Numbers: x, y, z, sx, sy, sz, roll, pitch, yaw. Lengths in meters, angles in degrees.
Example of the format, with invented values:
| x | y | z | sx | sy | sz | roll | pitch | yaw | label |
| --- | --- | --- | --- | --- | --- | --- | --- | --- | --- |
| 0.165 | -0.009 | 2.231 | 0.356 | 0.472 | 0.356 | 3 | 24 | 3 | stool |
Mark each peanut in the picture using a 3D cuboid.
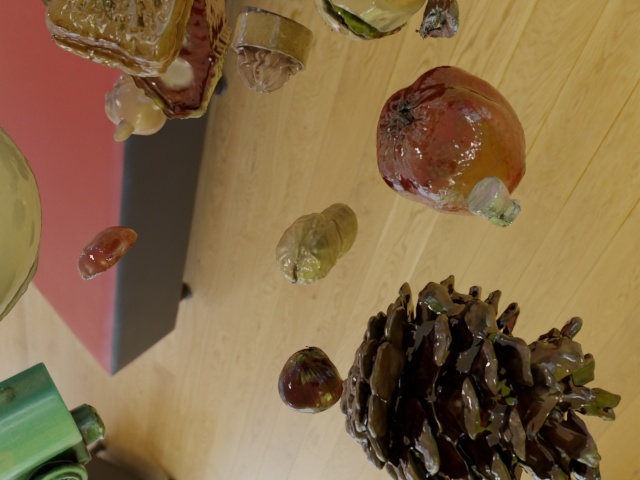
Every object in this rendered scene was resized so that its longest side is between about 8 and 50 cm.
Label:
| x | y | z | sx | sy | sz | roll | pitch | yaw | label |
| --- | --- | --- | --- | --- | --- | --- | --- | --- | --- |
| 0.000 | 0.000 | 1.516 | 0.149 | 0.313 | 0.149 | 7 | 108 | 24 | peanut |

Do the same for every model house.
| x | y | z | sx | sy | sz | roll | pitch | yaw | label |
| --- | --- | --- | --- | --- | --- | --- | --- | --- | --- |
| -0.233 | -0.333 | 1.106 | 0.159 | 0.196 | 0.254 | -7 | 125 | 6 | model house |

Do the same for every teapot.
| x | y | z | sx | sy | sz | roll | pitch | yaw | label |
| --- | --- | --- | --- | --- | --- | --- | --- | --- | --- |
| 0.259 | -0.049 | 0.964 | 0.064 | 0.083 | 0.064 | 32 | 128 | -21 | teapot |

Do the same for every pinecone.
| x | y | z | sx | sy | sz | roll | pitch | yaw | label |
| --- | --- | --- | --- | --- | --- | --- | --- | --- | --- |
| 0.121 | 0.125 | 0.519 | 0.204 | 0.184 | 0.179 | 12 | 125 | 30 | pinecone |

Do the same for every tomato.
| x | y | z | sx | sy | sz | roll | pitch | yaw | label |
| --- | --- | --- | --- | --- | --- | --- | --- | --- | --- |
| -0.600 | 0.020 | 1.810 | 0.166 | 0.174 | 0.082 | -20 | 119 | 40 | tomato |

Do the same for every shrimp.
| x | y | z | sx | sy | sz | roll | pitch | yaw | label |
| --- | --- | --- | --- | --- | --- | --- | --- | --- | --- |
| 0.245 | -0.463 | 1.379 | 0.190 | 0.042 | 0.101 | 157 | 90 | -79 | shrimp |

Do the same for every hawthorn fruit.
| x | y | z | sx | sy | sz | roll | pitch | yaw | label |
| --- | --- | --- | --- | --- | --- | --- | --- | --- | --- |
| 0.272 | -0.170 | 1.262 | 0.330 | 0.287 | 0.287 | 24 | 144 | -29 | hawthorn fruit |

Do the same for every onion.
| x | y | z | sx | sy | sz | roll | pitch | yaw | label |
| --- | --- | --- | --- | --- | --- | --- | --- | --- | --- |
| -0.019 | 0.244 | 1.113 | 0.119 | 0.118 | 0.117 | 62 | 161 | -10 | onion |

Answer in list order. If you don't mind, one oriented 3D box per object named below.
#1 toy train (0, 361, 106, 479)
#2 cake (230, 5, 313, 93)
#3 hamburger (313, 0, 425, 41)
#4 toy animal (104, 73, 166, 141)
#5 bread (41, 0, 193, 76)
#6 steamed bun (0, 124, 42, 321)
| x | y | z | sx | sy | sz | roll | pitch | yaw | label |
| --- | --- | --- | --- | --- | --- | --- | --- | --- | --- |
| -0.301 | 0.192 | 0.530 | 0.101 | 0.248 | 0.159 | 44 | 147 | 32 | toy train |
| -0.124 | -0.433 | 1.540 | 0.207 | 0.185 | 0.178 | 40 | 113 | 62 | cake |
| 0.092 | -0.564 | 1.354 | 0.170 | 0.302 | 0.302 | -8 | 111 | 46 | hamburger |
| -0.461 | -0.335 | 1.644 | 0.154 | 0.250 | 0.166 | 34 | 96 | -23 | toy animal |
| -0.232 | -0.412 | 0.867 | 0.185 | 0.381 | 0.109 | 19 | 171 | -11 | bread |
| -0.464 | -0.030 | 0.606 | 0.374 | 0.374 | 0.241 | 26 | 141 | 24 | steamed bun |
